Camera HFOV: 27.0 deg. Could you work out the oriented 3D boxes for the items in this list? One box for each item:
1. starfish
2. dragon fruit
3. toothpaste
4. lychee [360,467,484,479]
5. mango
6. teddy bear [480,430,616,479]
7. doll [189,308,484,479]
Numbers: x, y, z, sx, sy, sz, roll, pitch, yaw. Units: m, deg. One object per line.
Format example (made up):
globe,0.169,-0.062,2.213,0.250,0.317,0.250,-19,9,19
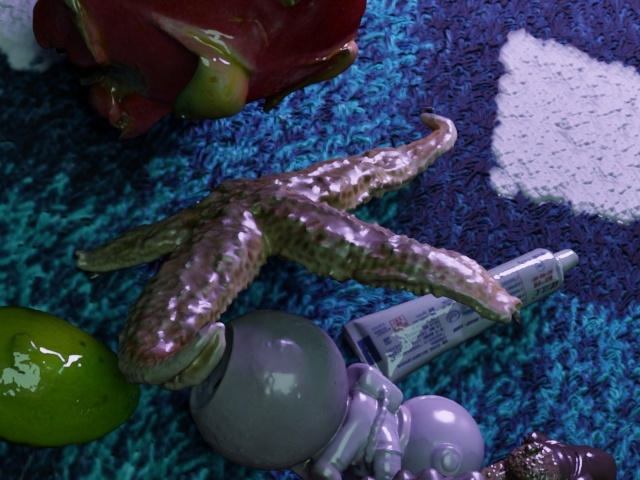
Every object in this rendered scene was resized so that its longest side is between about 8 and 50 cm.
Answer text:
starfish,0.000,0.000,1.189,0.432,0.324,0.083,-15,121,-22
dragon fruit,-0.127,-0.221,1.183,0.226,0.305,0.305,-42,93,-19
toothpaste,0.150,0.067,1.333,0.268,0.047,0.069,-24,103,-23
lychee,0.100,0.396,1.046,0.380,0.380,0.432,-1,62,-22
mango,-0.237,0.118,1.138,0.178,0.100,0.119,15,67,-25
teddy bear,0.213,0.225,1.279,0.160,0.119,0.078,-12,122,-23
doll,0.027,0.164,1.209,0.287,0.151,0.151,24,68,-18
